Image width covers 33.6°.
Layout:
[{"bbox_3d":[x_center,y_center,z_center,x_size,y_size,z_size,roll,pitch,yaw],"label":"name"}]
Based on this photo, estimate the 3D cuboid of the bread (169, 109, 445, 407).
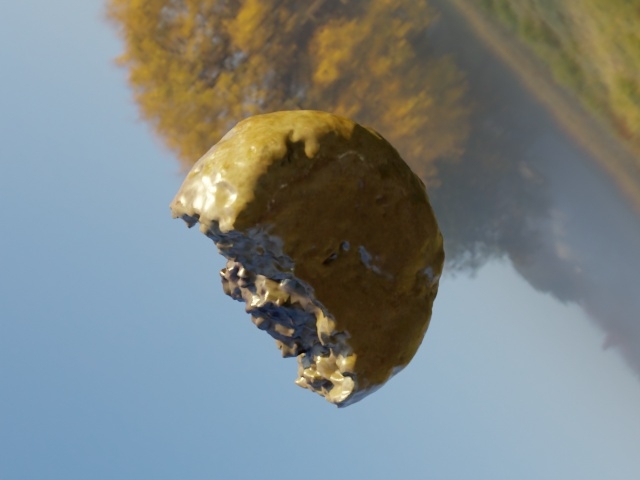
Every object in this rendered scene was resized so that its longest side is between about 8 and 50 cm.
[{"bbox_3d":[0.000,0.000,0.388,0.060,0.082,0.113,12,139,54],"label":"bread"}]
